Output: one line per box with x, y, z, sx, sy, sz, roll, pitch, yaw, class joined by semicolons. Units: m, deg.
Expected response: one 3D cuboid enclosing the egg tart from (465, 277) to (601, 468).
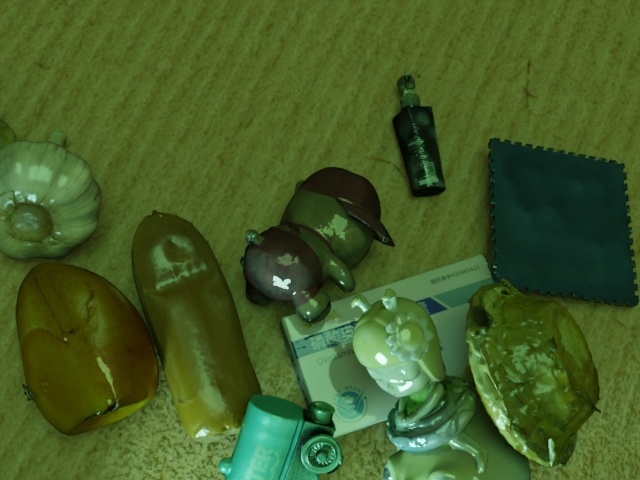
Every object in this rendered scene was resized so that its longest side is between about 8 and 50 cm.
0.312;0.177;1.315;0.116;0.294;0.295;-30;74;30;egg tart

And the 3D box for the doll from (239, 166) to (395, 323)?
0.000;0.002;1.432;0.196;0.152;0.256;33;61;14;doll

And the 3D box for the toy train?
-0.066;0.332;1.313;0.159;0.101;0.248;15;102;-7;toy train

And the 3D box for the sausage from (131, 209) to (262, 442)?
-0.190;0.120;1.393;0.134;0.116;0.354;-17;73;-8;sausage

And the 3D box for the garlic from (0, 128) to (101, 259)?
-0.431;-0.092;1.431;0.199;0.199;0.226;2;40;-6;garlic

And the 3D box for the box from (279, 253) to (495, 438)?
0.128;0.163;1.441;0.343;0.065;0.200;-17;75;-11;box

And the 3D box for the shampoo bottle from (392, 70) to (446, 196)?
0.161;-0.177;1.552;0.057;0.063;0.208;-5;73;-20;shampoo bottle

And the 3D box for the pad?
0.398;-0.031;1.529;0.269;0.012;0.269;10;67;-16;pad

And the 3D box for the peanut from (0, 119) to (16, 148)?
-0.618;-0.194;1.435;0.305;0.147;0.147;16;72;-6;peanut

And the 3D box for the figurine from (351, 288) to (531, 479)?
0.166;0.223;1.306;0.274;0.226;0.394;-42;111;-35;figurine

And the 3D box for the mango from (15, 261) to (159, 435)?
-0.345;0.141;1.356;0.187;0.138;0.257;-25;76;15;mango
